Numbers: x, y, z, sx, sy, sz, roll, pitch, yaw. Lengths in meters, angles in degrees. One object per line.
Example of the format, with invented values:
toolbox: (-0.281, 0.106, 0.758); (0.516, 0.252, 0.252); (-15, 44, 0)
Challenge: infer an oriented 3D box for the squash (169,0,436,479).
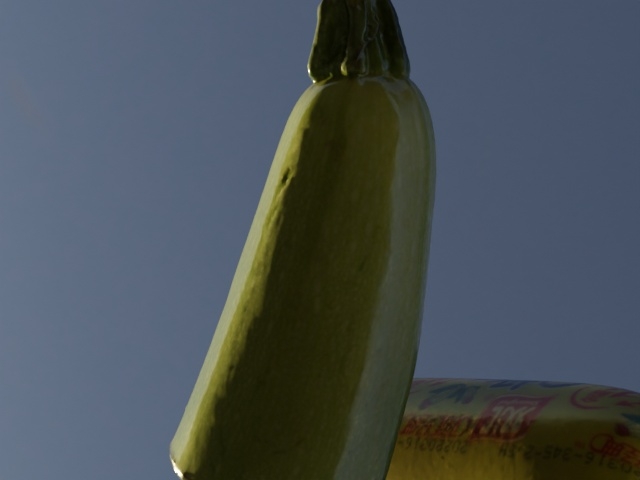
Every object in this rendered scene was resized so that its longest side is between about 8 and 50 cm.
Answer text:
squash: (0.000, 0.000, 0.728); (0.094, 0.094, 0.224); (20, -71, 30)

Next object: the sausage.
sausage: (0.097, 0.147, 1.115); (0.347, 0.123, 0.123); (-2, -87, 46)
